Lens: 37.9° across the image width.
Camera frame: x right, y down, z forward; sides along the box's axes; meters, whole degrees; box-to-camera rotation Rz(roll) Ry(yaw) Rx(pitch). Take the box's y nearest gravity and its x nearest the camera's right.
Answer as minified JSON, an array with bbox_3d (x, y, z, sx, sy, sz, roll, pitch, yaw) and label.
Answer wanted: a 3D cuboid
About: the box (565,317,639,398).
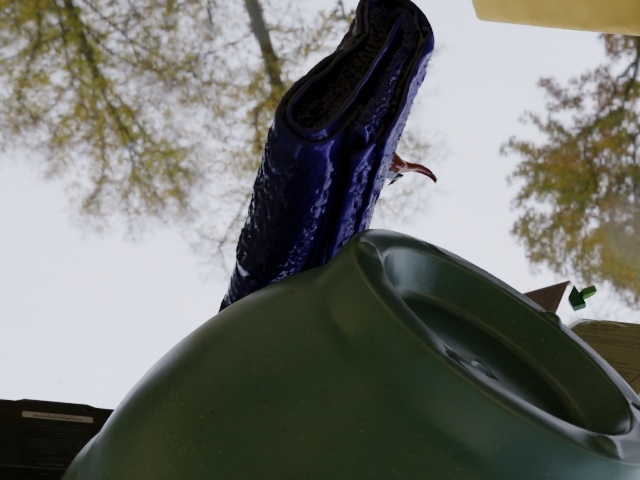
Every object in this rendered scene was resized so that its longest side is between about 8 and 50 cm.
[{"bbox_3d":[0.226,0.176,0.832,0.148,0.121,0.311,3,-164,44],"label":"box"}]

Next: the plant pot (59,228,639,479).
[{"bbox_3d":[0.039,0.119,0.462,0.293,0.196,0.293,28,-163,-10],"label":"plant pot"}]

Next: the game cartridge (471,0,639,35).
[{"bbox_3d":[0.215,-0.354,0.896,0.052,0.324,0.285,-41,-145,-19],"label":"game cartridge"}]

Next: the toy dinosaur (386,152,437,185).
[{"bbox_3d":[0.057,-0.078,0.836,0.090,0.047,0.082,-1,174,11],"label":"toy dinosaur"}]

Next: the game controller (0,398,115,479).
[{"bbox_3d":[-0.194,0.175,0.681,0.319,0.067,0.166,10,-165,-20],"label":"game controller"}]

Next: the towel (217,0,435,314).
[{"bbox_3d":[0.000,0.000,0.656,0.076,0.308,0.228,23,-141,6],"label":"towel"}]

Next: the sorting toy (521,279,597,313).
[{"bbox_3d":[0.157,0.054,0.658,0.083,0.012,0.062,-24,-156,54],"label":"sorting toy"}]
